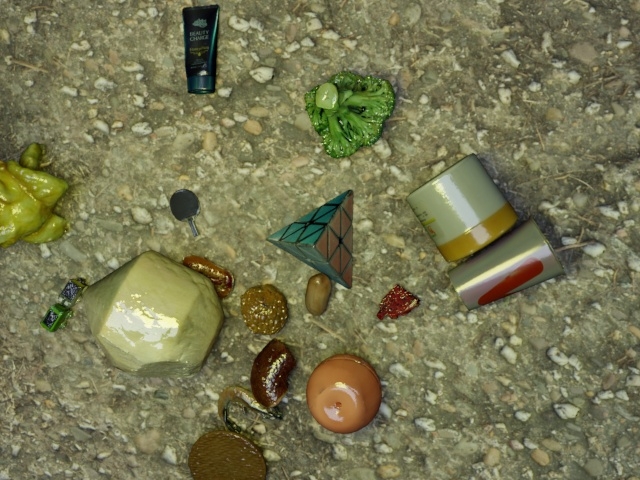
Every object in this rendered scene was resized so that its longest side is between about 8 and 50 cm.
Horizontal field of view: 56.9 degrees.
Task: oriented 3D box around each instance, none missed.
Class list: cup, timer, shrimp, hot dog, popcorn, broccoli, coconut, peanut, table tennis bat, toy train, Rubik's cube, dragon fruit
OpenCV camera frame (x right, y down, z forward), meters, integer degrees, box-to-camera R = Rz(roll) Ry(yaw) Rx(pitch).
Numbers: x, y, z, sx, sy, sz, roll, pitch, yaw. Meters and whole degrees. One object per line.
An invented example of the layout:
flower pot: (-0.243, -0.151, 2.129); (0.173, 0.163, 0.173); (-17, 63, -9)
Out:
cup: (0.531, 0.082, 1.718); (0.289, 0.203, 0.202); (-29, 91, 14)
timer: (0.071, 0.458, 1.775); (0.230, 0.215, 0.229); (1, 96, 12)
shrimp: (-0.231, 0.559, 1.894); (0.220, 0.046, 0.152); (20, 96, 7)
hot dog: (-0.361, 0.114, 1.868); (0.191, 0.059, 0.108); (23, 101, 2)
popcorn: (-0.930, -0.137, 1.796); (0.326, 0.290, 0.320); (-4, 97, 25)
broccoli: (0.075, -0.378, 1.676); (0.269, 0.269, 0.254); (-34, 75, 8)
coconut: (-0.499, 0.227, 1.738); (0.416, 0.344, 0.415); (12, 137, 11)
peanut: (-0.008, 0.168, 1.825); (0.076, 0.076, 0.152); (12, 117, 5)
table tennis bat: (-0.422, -0.088, 1.877); (0.095, 0.014, 0.157); (-22, 91, 6)
toy train: (-0.825, 0.207, 1.910); (0.060, 0.081, 0.202); (34, 97, 3)
Rubik's cube: (0.001, 0.000, 1.775); (0.229, 0.228, 0.233); (-1, 140, -30)
dragon fruit: (0.241, 0.208, 1.823); (0.131, 0.063, 0.097); (-48, 56, 7)

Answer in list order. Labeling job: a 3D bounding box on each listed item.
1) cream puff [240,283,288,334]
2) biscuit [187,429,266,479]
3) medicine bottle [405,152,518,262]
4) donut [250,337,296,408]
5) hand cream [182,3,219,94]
cream puff: (-0.177, 0.216, 1.826); (0.165, 0.115, 0.150); (38, 95, 1)
biscuit: (-0.298, 0.721, 1.903); (0.262, 0.037, 0.261); (3, 107, 9)
medicine bottle: (0.398, -0.093, 1.681); (0.238, 0.238, 0.231); (-34, 89, 8)
donut: (-0.149, 0.418, 1.821); (0.186, 0.126, 0.144); (-46, 104, -18)
hand cream: (-0.367, -0.587, 1.816); (0.120, 0.061, 0.270); (-1, 87, 11)
